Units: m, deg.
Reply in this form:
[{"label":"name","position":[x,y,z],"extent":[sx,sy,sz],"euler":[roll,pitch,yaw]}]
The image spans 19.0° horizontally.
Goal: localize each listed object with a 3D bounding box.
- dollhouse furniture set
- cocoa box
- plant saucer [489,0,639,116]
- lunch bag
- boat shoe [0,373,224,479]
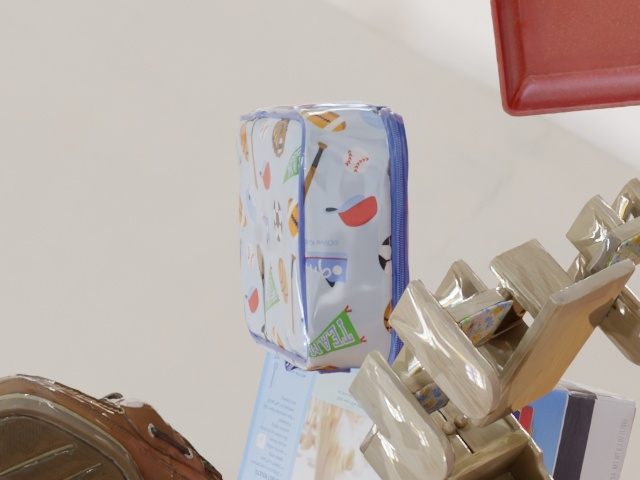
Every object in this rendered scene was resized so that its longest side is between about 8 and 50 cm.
[{"label":"dollhouse furniture set","position":[0.146,0.116,1.266],"extent":[0.212,0.161,0.242],"euler":[-23,-27,-36]},{"label":"cocoa box","position":[0.107,0.225,1.972],"extent":[0.347,0.228,0.231],"euler":[15,92,54]},{"label":"plant saucer","position":[0.273,-0.240,1.641],"extent":[0.047,0.259,0.258],"euler":[-80,-17,-57]},{"label":"lunch bag","position":[0.000,0.000,1.671],"extent":[0.303,0.115,0.243],"euler":[-164,71,-78]},{"label":"boat shoe","position":[-0.169,0.174,1.473],"extent":[0.111,0.307,0.104],"euler":[-24,48,17]}]
